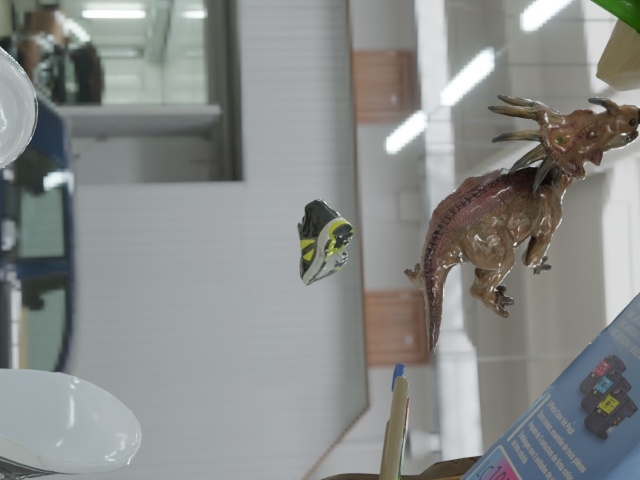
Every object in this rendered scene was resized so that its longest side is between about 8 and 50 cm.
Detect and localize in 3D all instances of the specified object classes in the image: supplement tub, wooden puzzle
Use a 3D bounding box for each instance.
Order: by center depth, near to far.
[{"bbox_3d":[0.044,0.124,0.725,0.078,0.014,0.116,92,6,-69],"label":"wooden puzzle"},{"bbox_3d":[-0.328,-0.135,1.100,0.190,0.117,0.117,37,-50,56],"label":"supplement tub"}]

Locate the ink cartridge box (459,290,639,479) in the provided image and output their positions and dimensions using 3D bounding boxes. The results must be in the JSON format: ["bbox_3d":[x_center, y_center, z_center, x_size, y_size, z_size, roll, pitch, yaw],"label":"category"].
[{"bbox_3d":[0.313,0.142,0.833,0.395,0.270,0.151,-48,-165,4],"label":"ink cartridge box"}]

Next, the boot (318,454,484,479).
[{"bbox_3d":[0.058,0.286,1.149,0.112,0.305,0.115,48,39,-29],"label":"boot"}]

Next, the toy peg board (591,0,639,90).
[{"bbox_3d":[0.161,-0.152,0.480,0.161,0.079,0.160,-66,-161,-6],"label":"toy peg board"}]

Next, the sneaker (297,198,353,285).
[{"bbox_3d":[0.000,0.000,0.841,0.035,0.031,0.083,56,-28,19],"label":"sneaker"}]

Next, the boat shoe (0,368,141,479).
[{"bbox_3d":[-0.339,0.201,1.281,0.102,0.301,0.108,109,-15,-45],"label":"boat shoe"}]

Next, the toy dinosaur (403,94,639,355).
[{"bbox_3d":[0.174,-0.034,1.230,0.127,0.295,0.200,39,-21,21],"label":"toy dinosaur"}]
